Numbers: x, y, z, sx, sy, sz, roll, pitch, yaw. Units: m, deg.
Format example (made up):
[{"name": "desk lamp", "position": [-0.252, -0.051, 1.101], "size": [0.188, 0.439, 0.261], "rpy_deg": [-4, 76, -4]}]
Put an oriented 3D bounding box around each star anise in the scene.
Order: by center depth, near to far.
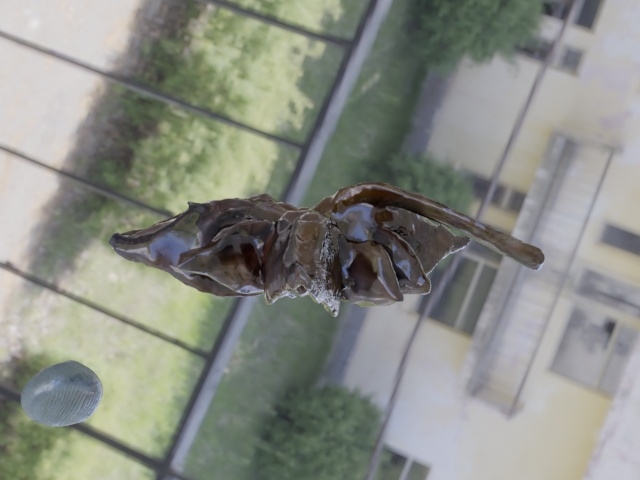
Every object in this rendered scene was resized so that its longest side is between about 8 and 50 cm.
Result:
[{"name": "star anise", "position": [-0.001, 0.002, 1.181], "size": [0.292, 0.350, 0.109], "rpy_deg": [-18, 110, -45]}]

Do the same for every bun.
[{"name": "bun", "position": [-0.258, 0.151, 1.313], "size": [0.083, 0.045, 0.083], "rpy_deg": [-17, 135, -17]}]
